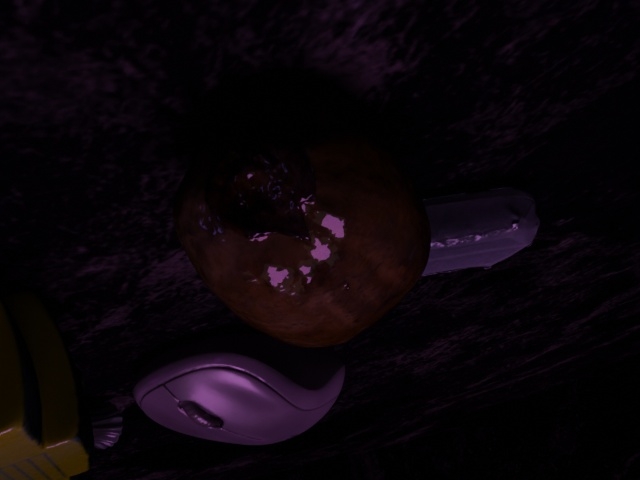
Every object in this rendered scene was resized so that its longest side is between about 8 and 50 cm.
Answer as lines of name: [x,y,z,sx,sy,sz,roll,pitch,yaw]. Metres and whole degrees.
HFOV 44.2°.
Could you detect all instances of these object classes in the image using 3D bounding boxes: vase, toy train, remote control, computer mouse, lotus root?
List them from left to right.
toy train: [-0.330,0.160,0.648,0.272,0.179,0.442,-18,162,-18]
vase: [-0.317,0.237,0.992,0.081,0.081,0.148,-24,162,22]
computer mouse: [-0.090,0.197,0.992,0.184,0.121,0.297,-24,160,26]
lotus root: [0.000,0.000,0.520,0.145,0.128,0.260,-29,160,8]
remote control: [0.076,0.002,0.698,0.247,0.052,0.104,-10,158,-8]
